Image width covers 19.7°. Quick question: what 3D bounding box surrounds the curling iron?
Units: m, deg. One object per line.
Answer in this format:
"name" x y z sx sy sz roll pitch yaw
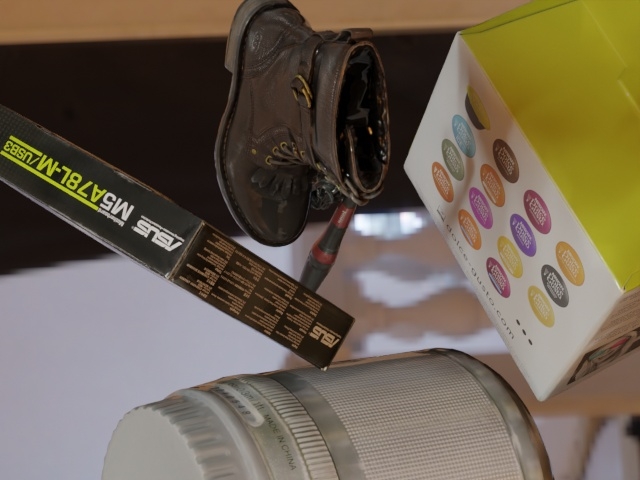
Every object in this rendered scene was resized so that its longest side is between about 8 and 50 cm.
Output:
"curling iron" 0.000 0.000 1.972 0.068 0.035 0.274 57 157 25

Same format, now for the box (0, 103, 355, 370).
"box" -0.095 -0.001 1.101 0.045 0.184 0.190 -57 -33 -2

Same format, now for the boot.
"boot" -0.010 -0.081 1.588 0.229 0.091 0.263 -138 40 -56

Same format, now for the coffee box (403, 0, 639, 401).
"coffee box" 0.340 -0.082 2.068 0.338 0.338 0.334 60 161 17

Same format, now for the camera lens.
"camera lens" 0.010 0.194 1.285 0.219 0.274 0.219 15 107 58
